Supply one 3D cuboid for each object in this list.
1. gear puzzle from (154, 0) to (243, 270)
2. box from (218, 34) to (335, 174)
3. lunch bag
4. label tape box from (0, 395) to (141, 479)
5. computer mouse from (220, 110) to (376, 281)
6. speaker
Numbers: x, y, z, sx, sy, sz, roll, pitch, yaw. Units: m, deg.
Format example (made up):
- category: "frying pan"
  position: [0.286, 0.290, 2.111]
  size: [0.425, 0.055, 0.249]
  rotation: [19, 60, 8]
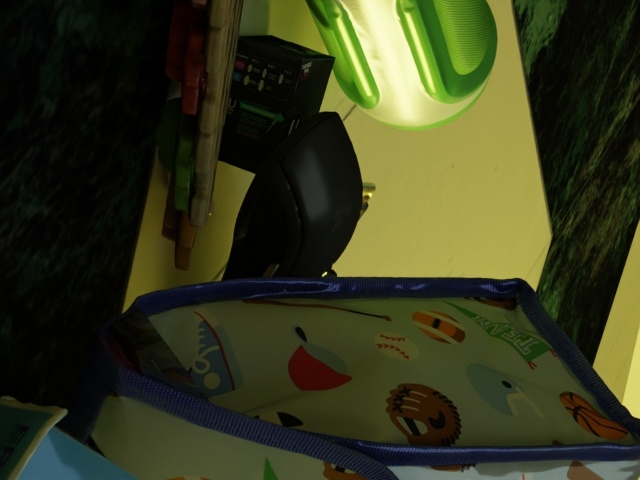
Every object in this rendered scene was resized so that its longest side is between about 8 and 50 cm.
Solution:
- category: "gear puzzle"
  position: [-0.073, -0.114, 1.041]
  size: [0.339, 0.044, 0.175]
  rotation: [100, -3, -49]
- category: "box"
  position: [-0.033, -0.089, 1.184]
  size: [0.062, 0.052, 0.083]
  rotation: [-17, 126, -69]
- category: "lunch bag"
  position: [-0.018, 0.204, 1.157]
  size: [0.385, 0.239, 0.328]
  rotation: [5, 119, -35]
- category: "label tape box"
  position: [-0.170, 0.201, 0.757]
  size: [0.249, 0.115, 0.348]
  rotation: [-63, -163, -16]
- category: "computer mouse"
  position: [0.000, 0.000, 1.238]
  size: [0.184, 0.060, 0.262]
  rotation: [-39, 162, -41]
- category: "speaker"
  position: [0.045, -0.180, 1.193]
  size: [0.131, 0.131, 0.296]
  rotation: [-64, 161, -13]
